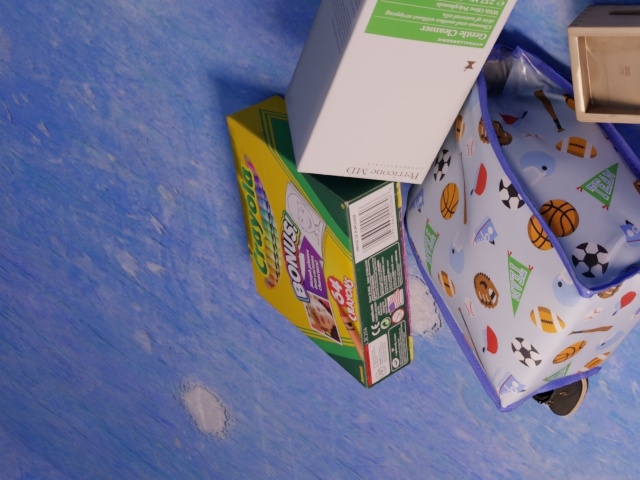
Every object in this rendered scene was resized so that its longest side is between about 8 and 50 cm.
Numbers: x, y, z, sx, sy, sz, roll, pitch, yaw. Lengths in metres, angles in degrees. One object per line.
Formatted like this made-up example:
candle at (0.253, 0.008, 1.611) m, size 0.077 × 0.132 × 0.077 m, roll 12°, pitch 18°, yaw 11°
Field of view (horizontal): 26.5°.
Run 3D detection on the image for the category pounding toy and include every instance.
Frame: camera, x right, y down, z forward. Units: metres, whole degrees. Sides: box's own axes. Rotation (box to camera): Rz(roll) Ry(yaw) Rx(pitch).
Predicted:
pounding toy at (0.418, -0.185, 1.698) m, size 0.181 × 0.094 × 0.206 m, roll 5°, pitch 120°, yaw 30°

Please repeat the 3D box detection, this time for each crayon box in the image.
crayon box at (0.000, 0.000, 2.101) m, size 0.313 × 0.106 × 0.363 m, roll 37°, pitch 145°, yaw 42°

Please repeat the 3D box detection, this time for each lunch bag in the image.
lunch bag at (0.280, -0.028, 1.836) m, size 0.385 × 0.238 × 0.328 m, roll 58°, pitch 148°, yaw 25°

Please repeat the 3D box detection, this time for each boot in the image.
boot at (0.353, 0.227, 2.085) m, size 0.076 × 0.137 × 0.198 m, roll 18°, pitch 135°, yaw 25°

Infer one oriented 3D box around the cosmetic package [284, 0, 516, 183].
cosmetic package at (0.096, -0.253, 1.791) m, size 0.196 × 0.155 × 0.366 m, roll 4°, pitch 139°, yaw -17°
